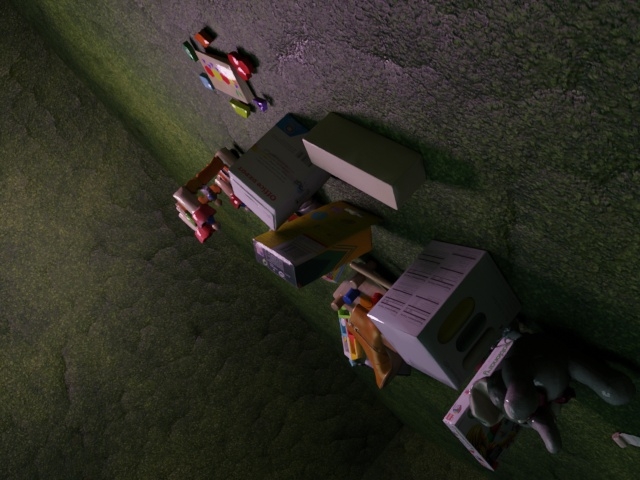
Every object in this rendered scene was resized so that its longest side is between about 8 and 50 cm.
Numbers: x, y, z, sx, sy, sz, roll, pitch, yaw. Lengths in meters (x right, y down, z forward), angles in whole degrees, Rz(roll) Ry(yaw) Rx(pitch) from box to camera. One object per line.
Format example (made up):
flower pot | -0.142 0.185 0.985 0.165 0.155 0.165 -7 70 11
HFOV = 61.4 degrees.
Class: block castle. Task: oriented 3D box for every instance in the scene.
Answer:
block castle | -0.397 -0.155 2.135 0.213 0.303 0.453 44 165 -2

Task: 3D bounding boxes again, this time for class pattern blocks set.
pattern blocks set | -0.266 -0.463 1.516 0.324 0.026 0.285 36 162 28

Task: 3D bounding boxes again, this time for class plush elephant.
plush elephant | 0.506 0.365 1.268 0.330 0.271 0.256 -116 16 -65

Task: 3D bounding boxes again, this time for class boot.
boot | -0.127 -0.159 1.817 0.222 0.118 0.338 45 173 -32
boot | 0.175 0.353 1.818 0.211 0.104 0.295 34 138 27

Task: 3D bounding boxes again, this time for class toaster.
toaster | 0.300 0.543 2.444 0.185 0.110 0.168 10 180 -26

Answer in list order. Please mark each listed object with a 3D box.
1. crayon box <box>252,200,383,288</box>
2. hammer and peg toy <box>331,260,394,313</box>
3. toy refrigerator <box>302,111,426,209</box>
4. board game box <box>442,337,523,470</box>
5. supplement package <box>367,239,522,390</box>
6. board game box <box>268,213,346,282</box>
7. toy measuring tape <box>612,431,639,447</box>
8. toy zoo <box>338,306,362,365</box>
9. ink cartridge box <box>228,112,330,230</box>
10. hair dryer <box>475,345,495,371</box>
crayon box | 0.000 0.000 1.503 0.202 0.318 0.081 29 136 45
hammer and peg toy | 0.193 0.186 1.822 0.266 0.127 0.361 42 145 8
toy refrigerator | 0.095 -0.179 1.204 0.269 0.102 0.094 33 161 34
board game box | 0.474 0.417 1.414 0.193 0.305 0.053 49 161 -18
supplement package | 0.298 0.170 1.295 0.199 0.263 0.198 51 163 -25
board game box | -0.045 0.020 1.829 0.275 0.142 0.144 27 173 -7
toy measuring tape | 0.794 0.530 1.262 0.121 0.121 0.330 45 165 -2
toy zoo | 0.139 0.439 2.518 0.192 0.030 0.294 157 104 -73
ink cartridge box | -0.105 -0.180 1.459 0.171 0.233 0.168 41 164 11
hair dryer | 0.426 0.298 1.575 0.294 0.080 0.224 55 178 -43
